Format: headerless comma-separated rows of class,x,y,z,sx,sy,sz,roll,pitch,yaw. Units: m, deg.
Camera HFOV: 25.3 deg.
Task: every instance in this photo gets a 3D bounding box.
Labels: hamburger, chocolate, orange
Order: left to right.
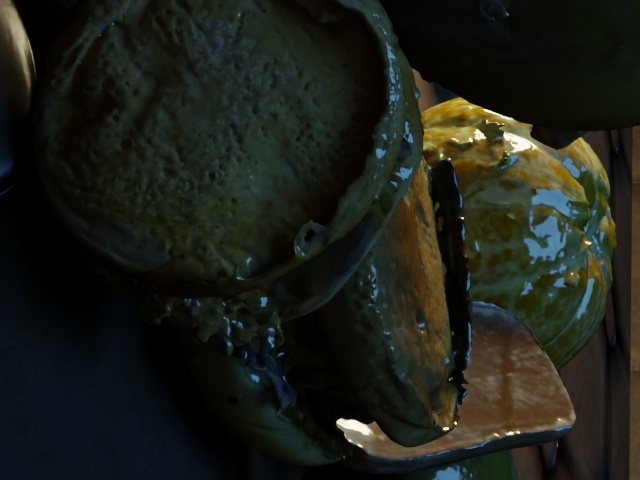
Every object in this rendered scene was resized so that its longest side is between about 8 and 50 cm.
hamburger,-0.055,-0.067,0.907,0.146,0.243,0.286,5,76,-72
hamburger,0.000,0.000,1.111,0.277,0.195,0.318,49,38,-53
chocolate,0.091,0.144,1.299,0.157,0.254,0.080,65,-33,33
orange,0.182,0.008,1.517,0.329,0.249,0.329,16,71,-60

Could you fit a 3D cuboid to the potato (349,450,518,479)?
potato,0.112,0.240,1.408,0.251,0.159,0.174,15,36,-56

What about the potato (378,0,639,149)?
potato,0.118,-0.246,1.018,0.319,0.442,0.385,-46,154,-28
